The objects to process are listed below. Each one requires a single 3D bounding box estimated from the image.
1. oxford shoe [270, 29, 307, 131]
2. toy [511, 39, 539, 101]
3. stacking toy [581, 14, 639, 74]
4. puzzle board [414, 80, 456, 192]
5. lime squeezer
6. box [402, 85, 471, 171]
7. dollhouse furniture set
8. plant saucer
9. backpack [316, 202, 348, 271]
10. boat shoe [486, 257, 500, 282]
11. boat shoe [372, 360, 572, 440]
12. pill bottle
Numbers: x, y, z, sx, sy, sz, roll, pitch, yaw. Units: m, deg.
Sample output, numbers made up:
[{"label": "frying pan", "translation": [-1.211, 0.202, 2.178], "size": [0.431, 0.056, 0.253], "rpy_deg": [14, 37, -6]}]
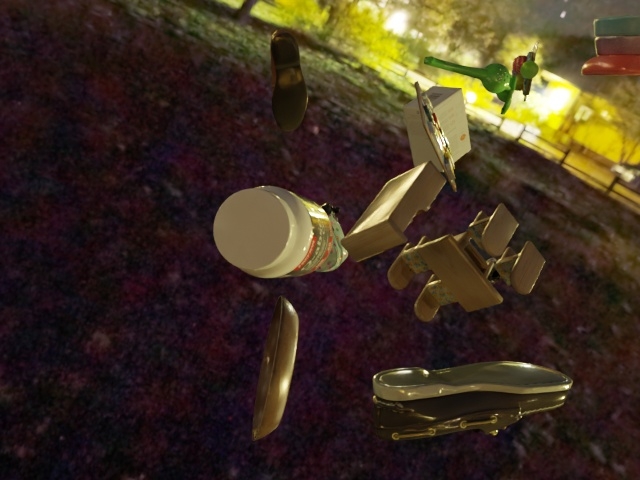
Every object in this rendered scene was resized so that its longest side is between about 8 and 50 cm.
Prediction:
[{"label": "oxford shoe", "translation": [-0.070, -0.336, 1.417], "size": [0.076, 0.212, 0.076], "rpy_deg": [-5, 30, -9]}, {"label": "toy", "translation": [0.515, -0.429, 1.723], "size": [0.056, 0.136, 0.237], "rpy_deg": [8, 11, 9]}, {"label": "stacking toy", "translation": [0.598, -0.341, 1.123], "size": [0.309, 0.130, 0.279], "rpy_deg": [3, 14, 11]}, {"label": "puzzle board", "translation": [0.157, -0.139, 0.904], "size": [0.128, 0.011, 0.096], "rpy_deg": [54, 24, -41]}, {"label": "lime squeezer", "translation": [0.333, -0.296, 1.320], "size": [0.110, 0.058, 0.310], "rpy_deg": [-15, -19, 39]}, {"label": "box", "translation": [0.289, -0.276, 1.668], "size": [0.091, 0.170, 0.130], "rpy_deg": [16, 42, 42]}, {"label": "dollhouse furniture set", "translation": [0.175, 0.028, 1.040], "size": [0.242, 0.212, 0.161], "rpy_deg": [49, 51, -13]}, {"label": "plant saucer", "translation": [-0.094, 0.274, 1.452], "size": [0.050, 0.310, 0.310], "rpy_deg": [12, 20, -6]}, {"label": "backpack", "translation": [0.000, 0.000, 1.942], "size": [0.115, 0.152, 0.182], "rpy_deg": [-35, 102, -58]}, {"label": "boat shoe", "translation": [0.524, 0.100, 2.040], "size": [0.040, 0.049, 0.142], "rpy_deg": [61, 4, 33]}, {"label": "boat shoe", "translation": [0.167, 0.178, 0.746], "size": [0.228, 0.068, 0.081], "rpy_deg": [0, 8, -10]}, {"label": "pill bottle", "translation": [-0.105, -0.016, 1.578], "size": [0.210, 0.210, 0.363], "rpy_deg": [30, 5, 12]}]
